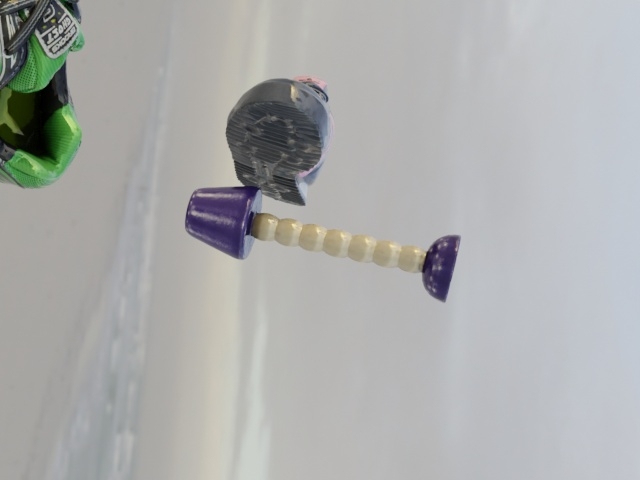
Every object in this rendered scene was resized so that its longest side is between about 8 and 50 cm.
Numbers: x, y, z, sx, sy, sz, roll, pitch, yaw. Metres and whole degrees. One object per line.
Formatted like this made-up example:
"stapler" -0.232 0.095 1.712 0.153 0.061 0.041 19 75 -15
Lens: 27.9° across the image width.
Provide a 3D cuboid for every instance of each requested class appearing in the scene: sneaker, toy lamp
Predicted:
"sneaker" -0.207 -0.181 0.797 0.134 0.146 0.343 -49 153 -38
"toy lamp" 0.000 0.000 1.298 0.080 0.275 0.080 14 90 -84
"sneaker" -0.034 -0.139 1.409 0.319 0.112 0.131 118 -6 -77
